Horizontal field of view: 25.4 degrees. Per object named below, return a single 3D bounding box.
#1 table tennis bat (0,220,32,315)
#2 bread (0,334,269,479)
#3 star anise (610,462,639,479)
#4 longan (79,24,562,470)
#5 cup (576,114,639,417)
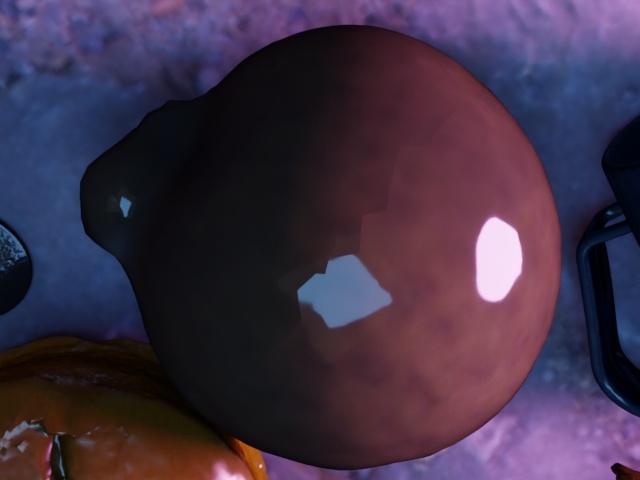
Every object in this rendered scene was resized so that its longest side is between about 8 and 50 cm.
[{"bbox_3d":[-0.173,0.003,0.666,0.083,0.007,0.050,40,102,-14],"label":"table tennis bat"},{"bbox_3d":[-0.108,0.177,0.654,0.195,0.142,0.270,0,109,-2],"label":"bread"},{"bbox_3d":[0.266,0.173,0.667,0.346,0.148,0.237,-27,108,16],"label":"star anise"},{"bbox_3d":[0.000,0.000,0.596,0.204,0.159,0.185,12,82,0],"label":"longan"},{"bbox_3d":[0.191,0.011,0.635,0.176,0.131,0.155,-24,103,31],"label":"cup"}]
